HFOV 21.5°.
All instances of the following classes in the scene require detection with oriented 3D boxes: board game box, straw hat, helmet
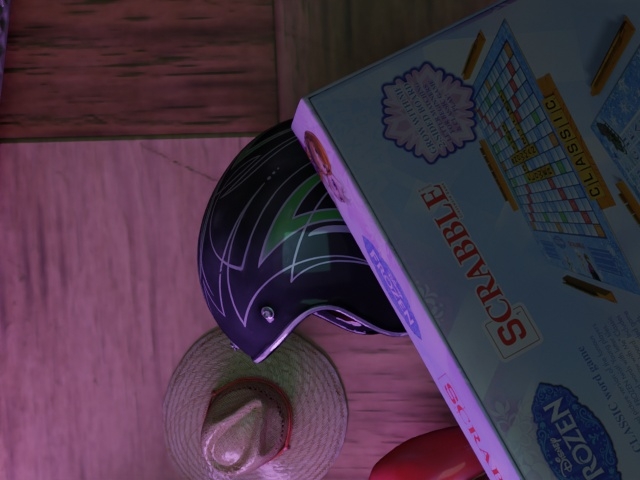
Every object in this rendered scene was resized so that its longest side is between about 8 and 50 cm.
[{"bbox_3d":[0.196,-0.013,1.035,0.318,0.066,0.319,-27,81,-13],"label":"board game box"},{"bbox_3d":[-0.054,0.134,1.203,0.144,0.061,0.144,2,99,11],"label":"straw hat"},{"bbox_3d":[0.000,0.000,1.119,0.161,0.169,0.169,6,101,-8],"label":"helmet"}]

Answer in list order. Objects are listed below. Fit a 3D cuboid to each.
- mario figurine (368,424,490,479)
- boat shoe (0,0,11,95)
[{"bbox_3d":[0.148,0.254,1.104,0.320,0.170,0.198,38,114,24],"label":"mario figurine"},{"bbox_3d":[-0.332,-0.014,1.174,0.156,0.187,0.500,10,96,14],"label":"boat shoe"}]
